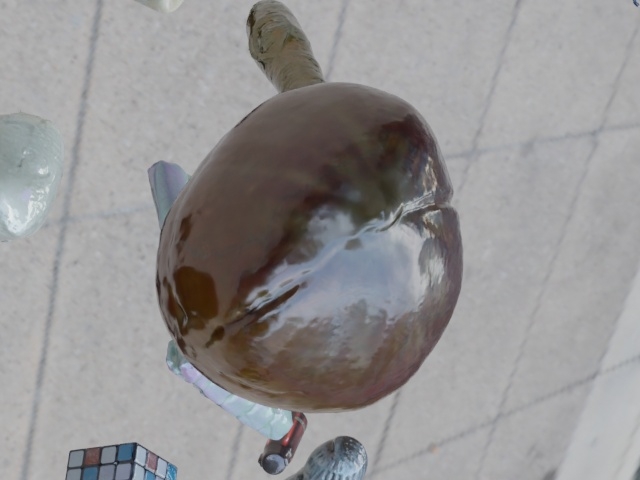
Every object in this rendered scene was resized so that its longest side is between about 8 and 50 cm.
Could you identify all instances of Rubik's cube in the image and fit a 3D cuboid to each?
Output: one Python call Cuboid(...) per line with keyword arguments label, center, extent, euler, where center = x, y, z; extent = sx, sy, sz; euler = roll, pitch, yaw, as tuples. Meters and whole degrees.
Cuboid(label="Rubik's cube", center=(-0.226, 0.288, 1.346), extent=(0.092, 0.092, 0.092), euler=(47, 39, -52))

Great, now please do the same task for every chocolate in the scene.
Cuboid(label="chocolate", center=(-0.003, 0.313, 1.549), extent=(0.167, 0.072, 0.072), euler=(-46, 149, 20))

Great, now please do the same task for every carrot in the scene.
Cuboid(label="carrot", center=(-0.030, -0.184, 1.289), extent=(0.070, 0.342, 0.070), euler=(-7, 122, -11))

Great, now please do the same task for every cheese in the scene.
Cuboid(label="cheese", center=(-0.465, -0.085, 1.676), extent=(0.154, 0.189, 0.198), euler=(49, 40, -35))

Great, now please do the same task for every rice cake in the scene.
Cuboid(label="rice cake", center=(-0.084, 0.052, 1.025), extent=(0.037, 0.198, 0.189), euler=(-19, 148, 18))

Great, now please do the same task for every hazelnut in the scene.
Cuboid(label="hazelnut", center=(0.000, 0.000, 0.817), extent=(0.229, 0.229, 0.229), euler=(-30, 137, -33))

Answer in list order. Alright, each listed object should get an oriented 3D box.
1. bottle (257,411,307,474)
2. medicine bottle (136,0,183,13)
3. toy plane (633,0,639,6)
Cuboid(label="bottle", center=(-0.069, 0.363, 2.153), extent=(0.164, 0.060, 0.060), euler=(-59, 167, -67))
Cuboid(label="medicine bottle", center=(-0.300, -0.420, 1.690), extent=(0.114, 0.252, 0.114), euler=(-62, 174, -11))
Cuboid(label="toy plane", center=(0.284, -0.219, 1.043), extent=(0.078, 0.084, 0.024), euler=(-37, -178, -41))
